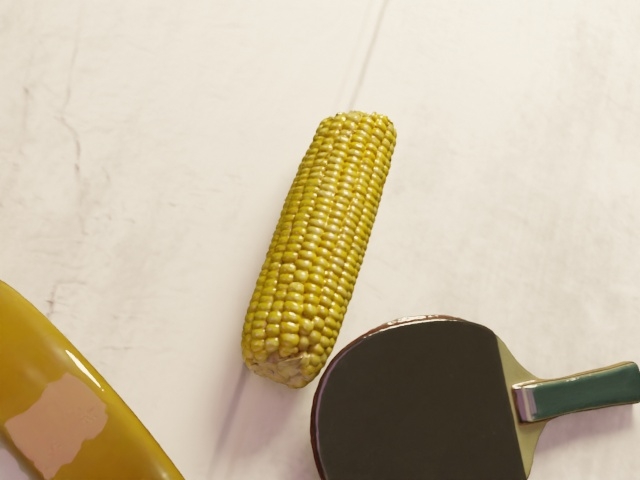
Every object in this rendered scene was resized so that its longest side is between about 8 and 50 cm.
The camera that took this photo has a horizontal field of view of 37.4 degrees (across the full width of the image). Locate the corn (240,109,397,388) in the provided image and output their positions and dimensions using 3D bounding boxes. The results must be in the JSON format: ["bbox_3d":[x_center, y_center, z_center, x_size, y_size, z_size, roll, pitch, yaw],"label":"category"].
[{"bbox_3d":[0.000,0.000,0.791,0.081,0.081,0.248,20,67,-3],"label":"corn"}]

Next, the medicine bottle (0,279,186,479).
[{"bbox_3d":[-0.224,0.179,0.585,0.232,0.238,0.238,-40,81,-23],"label":"medicine bottle"}]

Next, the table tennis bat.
[{"bbox_3d":[0.135,0.140,0.781,0.301,0.022,0.173,-8,82,-19],"label":"table tennis bat"}]
